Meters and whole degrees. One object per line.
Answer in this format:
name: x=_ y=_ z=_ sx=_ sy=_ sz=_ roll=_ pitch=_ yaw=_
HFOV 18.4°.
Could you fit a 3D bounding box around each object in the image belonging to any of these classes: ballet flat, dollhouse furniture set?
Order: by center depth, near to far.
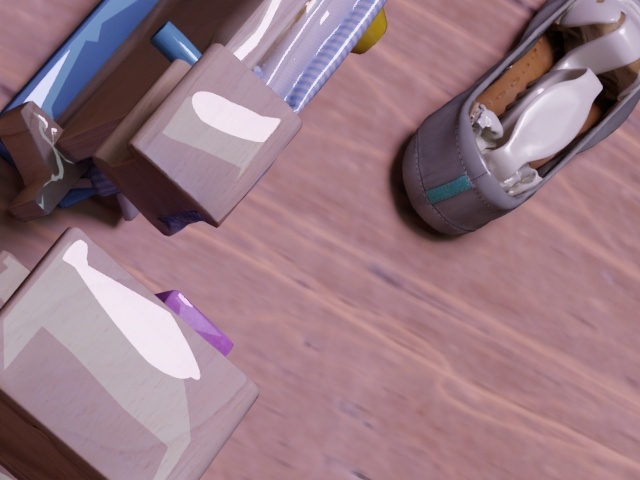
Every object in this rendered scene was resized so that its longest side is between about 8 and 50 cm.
dollhouse furniture set: x=0.000 y=0.000 z=0.702 sx=0.198 sy=0.286 sz=0.303 roll=44 pitch=67 yaw=-16
ballet flat: x=0.121 y=-0.074 z=0.946 sx=0.213 sy=0.068 sz=0.072 roll=-43 pitch=101 yaw=-36
